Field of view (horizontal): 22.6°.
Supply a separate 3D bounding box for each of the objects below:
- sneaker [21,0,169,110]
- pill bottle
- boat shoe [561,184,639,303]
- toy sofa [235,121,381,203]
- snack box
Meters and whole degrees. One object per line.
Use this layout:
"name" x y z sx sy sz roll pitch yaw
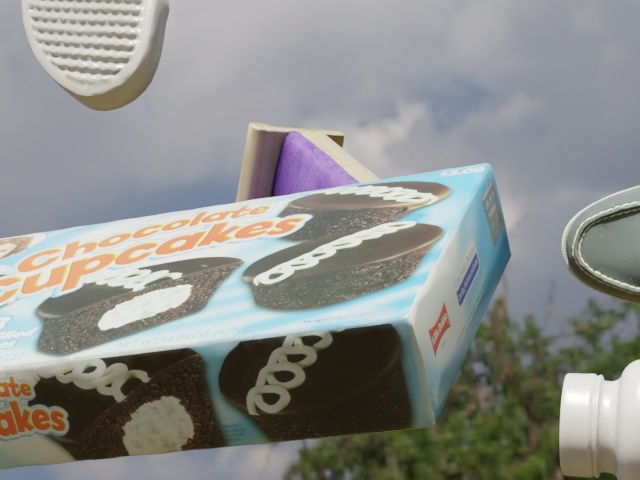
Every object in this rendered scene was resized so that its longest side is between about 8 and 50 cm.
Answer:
"sneaker" -0.184 -0.238 1.445 0.135 0.366 0.150 -25 -39 14
"pill bottle" 0.246 0.126 1.056 0.169 0.094 0.094 2 -19 14
"boat shoe" 0.359 0.006 1.332 0.320 0.116 0.099 4 1 14
"toy sofa" 0.000 0.000 1.680 0.177 0.150 0.362 2 21 -25
"snack box" -0.079 0.040 0.808 0.322 0.060 0.187 -8 20 20
